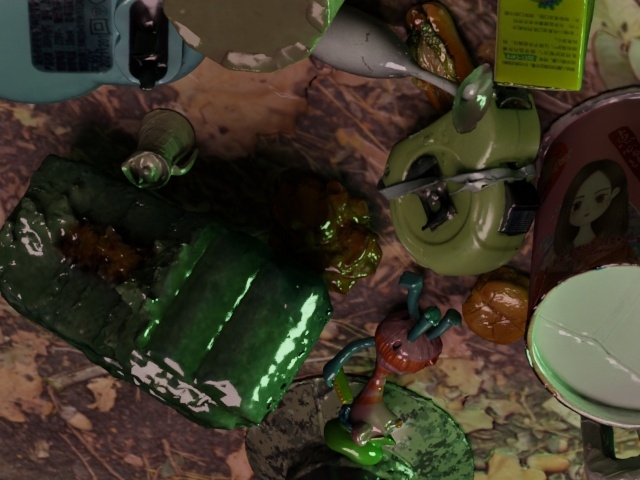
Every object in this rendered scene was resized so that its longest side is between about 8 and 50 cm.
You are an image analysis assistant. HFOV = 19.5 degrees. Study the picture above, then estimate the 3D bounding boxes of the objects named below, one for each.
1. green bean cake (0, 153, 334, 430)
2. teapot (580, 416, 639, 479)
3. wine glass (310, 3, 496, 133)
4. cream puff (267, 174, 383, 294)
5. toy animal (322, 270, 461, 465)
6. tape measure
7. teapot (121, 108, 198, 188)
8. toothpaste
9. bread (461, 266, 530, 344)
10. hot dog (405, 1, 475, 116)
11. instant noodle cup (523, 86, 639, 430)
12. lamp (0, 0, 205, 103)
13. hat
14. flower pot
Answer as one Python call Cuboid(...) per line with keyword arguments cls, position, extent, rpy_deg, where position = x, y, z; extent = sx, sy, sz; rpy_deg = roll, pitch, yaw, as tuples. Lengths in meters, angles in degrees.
Cuboid(cls="green bean cake", position=(-0.165, 0.051, 1.784), extent=(0.308, 0.169, 0.300), rpy_deg=(33, 169, -4))
Cuboid(cls="teapot", position=(0.357, 0.169, 1.805), extent=(0.221, 0.178, 0.163), rpy_deg=(7, 130, 12))
Cuboid(cls="wine glass", position=(0.059, -0.159, 1.644), extent=(0.198, 0.066, 0.066), rpy_deg=(28, 139, 33))
Cuboid(cls="cream puff", position=(0.000, 0.000, 1.827), extent=(0.122, 0.094, 0.116), rpy_deg=(32, 134, -18))
Cuboid(cls="toy animal", position=(0.064, 0.128, 1.902), extent=(0.103, 0.100, 0.208), rpy_deg=(24, 120, -10))
Cuboid(cls="tape measure", position=(0.126, -0.045, 1.689), extent=(0.087, 0.154, 0.177), rpy_deg=(-4, 163, -41))
Cuboid(cls="teapot", position=(-0.155, -0.083, 1.810), extent=(0.067, 0.083, 0.057), rpy_deg=(15, 127, 7))
Cuboid(cls="toothpaste", position=(0.191, -0.283, 1.518), extent=(0.077, 0.110, 0.327), rpy_deg=(6, 131, 9))
Cuboid(cls="bread", position=(0.183, 0.065, 1.859), extent=(0.083, 0.046, 0.081), rpy_deg=(-18, 124, 27))
Cuboid(cls="hot dog", position=(0.108, -0.159, 1.694), extent=(0.056, 0.041, 0.133), rpy_deg=(-11, 125, 24))
Cuboid(cls="instant noodle cup", position=(0.291, 0.021, 1.666), extent=(0.243, 0.231, 0.243), rpy_deg=(8, 130, 10))
Cuboid(cls="lamp", position=(-0.234, -0.217, 1.675), extent=(0.284, 0.147, 0.209), rpy_deg=(17, 134, 13))
Cuboid(cls="hat", position=(0.032, 0.276, 2.032), extent=(0.265, 0.128, 0.265), rpy_deg=(7, 131, 8))
Cuboid(cls="flower pot", position=(-0.038, -0.258, 1.553), extent=(0.212, 0.202, 0.212), rpy_deg=(7, 127, 10))
